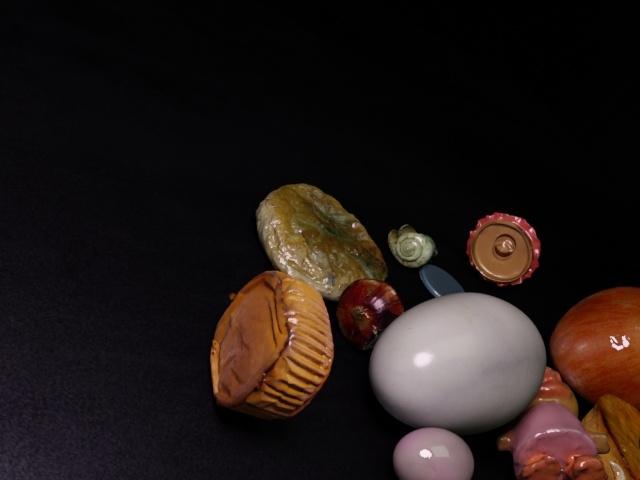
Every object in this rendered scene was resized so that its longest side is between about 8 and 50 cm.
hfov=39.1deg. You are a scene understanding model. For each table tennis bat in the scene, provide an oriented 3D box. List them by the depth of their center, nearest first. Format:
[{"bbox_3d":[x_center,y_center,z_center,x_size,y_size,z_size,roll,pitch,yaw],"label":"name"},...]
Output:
[{"bbox_3d":[0.263,0.118,1.857,0.124,0.033,0.201,27,28,-23],"label":"table tennis bat"}]

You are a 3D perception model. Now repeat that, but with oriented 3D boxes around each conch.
[{"bbox_3d":[0.193,0.008,1.890,0.106,0.079,0.170,45,12,13],"label":"conch"}]

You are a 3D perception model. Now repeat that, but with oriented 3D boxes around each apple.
[{"bbox_3d":[0.673,0.233,1.970,0.301,0.301,0.301,32,28,-19],"label":"apple"}]

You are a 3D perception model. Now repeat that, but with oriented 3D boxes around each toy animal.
[{"bbox_3d":[0.393,0.331,1.572,0.195,0.169,0.281,2,36,-3],"label":"toy animal"}]

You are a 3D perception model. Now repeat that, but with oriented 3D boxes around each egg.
[{"bbox_3d":[0.167,0.329,1.333,0.135,0.103,0.103,18,35,-36],"label":"egg"},{"bbox_3d":[0.222,0.200,1.461,0.371,0.230,0.230,-1,49,-46],"label":"egg"}]

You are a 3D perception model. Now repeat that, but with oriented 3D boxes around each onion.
[{"bbox_3d":[0.080,0.118,1.513,0.118,0.117,0.118,47,12,-13],"label":"onion"}]

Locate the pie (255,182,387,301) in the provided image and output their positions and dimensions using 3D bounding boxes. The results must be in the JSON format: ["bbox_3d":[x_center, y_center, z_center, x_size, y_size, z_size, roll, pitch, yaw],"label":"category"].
[{"bbox_3d":[0.000,0.000,1.630,0.277,0.078,0.277,31,27,-18],"label":"pie"}]

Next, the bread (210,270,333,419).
[{"bbox_3d":[-0.062,0.144,1.215,0.104,0.199,0.199,27,30,-31],"label":"bread"}]

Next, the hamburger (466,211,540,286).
[{"bbox_3d":[0.432,0.019,2.091,0.175,0.175,0.137,48,21,13],"label":"hamburger"}]

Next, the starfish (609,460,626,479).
[{"bbox_3d":[0.365,0.512,1.245,0.347,0.078,0.357,-9,93,-53],"label":"starfish"}]

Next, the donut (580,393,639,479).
[{"bbox_3d":[0.607,0.444,1.747,0.303,0.110,0.303,34,26,-20],"label":"donut"}]
